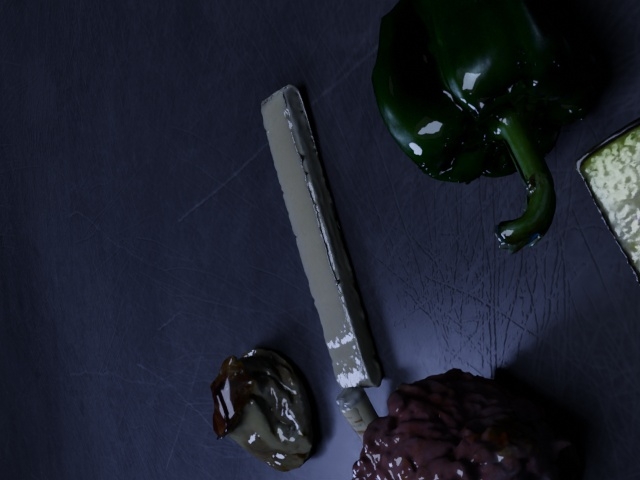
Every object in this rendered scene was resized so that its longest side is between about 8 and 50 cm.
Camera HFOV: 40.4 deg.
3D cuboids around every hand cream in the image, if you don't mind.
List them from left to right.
[{"bbox_3d":[0.066,0.251,1.113,0.061,0.039,0.143,-12,111,53],"label":"hand cream"}]

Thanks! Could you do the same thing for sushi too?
[{"bbox_3d":[0.137,0.278,0.875,0.171,0.237,0.270,25,120,38],"label":"sushi"}]

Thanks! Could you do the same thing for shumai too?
[{"bbox_3d":[-0.101,0.257,1.292,0.201,0.120,0.201,20,116,48],"label":"shumai"}]

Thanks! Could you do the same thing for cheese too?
[{"bbox_3d":[-0.003,0.001,1.126,0.085,0.034,0.400,-14,91,55],"label":"cheese"}]

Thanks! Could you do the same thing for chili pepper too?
[{"bbox_3d":[0.150,-0.117,0.753,0.174,0.165,0.261,-36,69,35],"label":"chili pepper"}]

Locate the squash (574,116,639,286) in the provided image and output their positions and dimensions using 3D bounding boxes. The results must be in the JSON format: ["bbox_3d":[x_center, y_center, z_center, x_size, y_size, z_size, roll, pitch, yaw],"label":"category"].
[{"bbox_3d":[0.317,-0.026,0.648,0.184,0.085,0.191,-29,86,25],"label":"squash"}]
